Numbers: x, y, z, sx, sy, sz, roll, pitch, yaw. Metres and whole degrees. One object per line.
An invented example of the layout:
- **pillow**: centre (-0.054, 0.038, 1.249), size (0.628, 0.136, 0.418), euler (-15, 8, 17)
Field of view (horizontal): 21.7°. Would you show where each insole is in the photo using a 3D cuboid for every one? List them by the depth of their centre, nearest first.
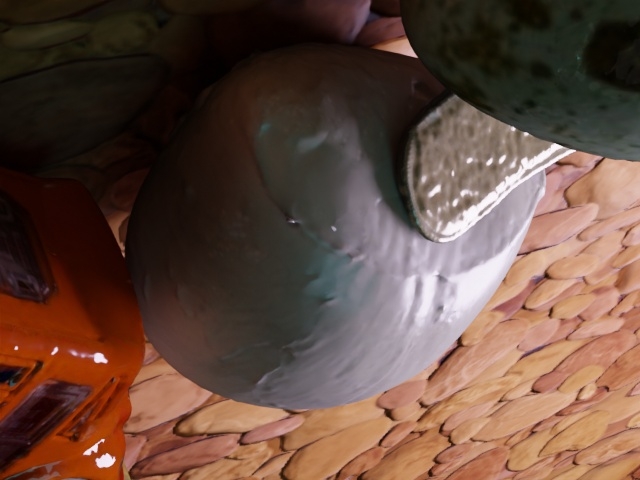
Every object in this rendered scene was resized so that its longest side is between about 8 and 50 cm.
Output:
- **insole**: centre (0.117, -0.075, 0.828), size (0.011, 0.081, 0.248), euler (1, -151, 44)

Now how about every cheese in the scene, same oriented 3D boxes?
- **cheese**: centre (0.000, 0.000, 0.835), size (0.198, 0.154, 0.189), euler (6, 144, -45)

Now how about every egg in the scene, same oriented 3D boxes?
- **egg**: centre (0.147, -0.117, 0.737), size (0.231, 0.169, 0.169), euler (-9, 150, -13)

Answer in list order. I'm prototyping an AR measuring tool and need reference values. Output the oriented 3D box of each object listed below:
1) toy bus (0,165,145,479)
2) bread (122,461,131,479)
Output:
- **toy bus**: centre (-0.193, 0.034, 0.737), size (0.153, 0.143, 0.329), euler (-38, 150, 22)
- **bread**: centre (-0.202, 0.218, 0.961), size (0.111, 0.239, 0.246), euler (15, 131, -45)
